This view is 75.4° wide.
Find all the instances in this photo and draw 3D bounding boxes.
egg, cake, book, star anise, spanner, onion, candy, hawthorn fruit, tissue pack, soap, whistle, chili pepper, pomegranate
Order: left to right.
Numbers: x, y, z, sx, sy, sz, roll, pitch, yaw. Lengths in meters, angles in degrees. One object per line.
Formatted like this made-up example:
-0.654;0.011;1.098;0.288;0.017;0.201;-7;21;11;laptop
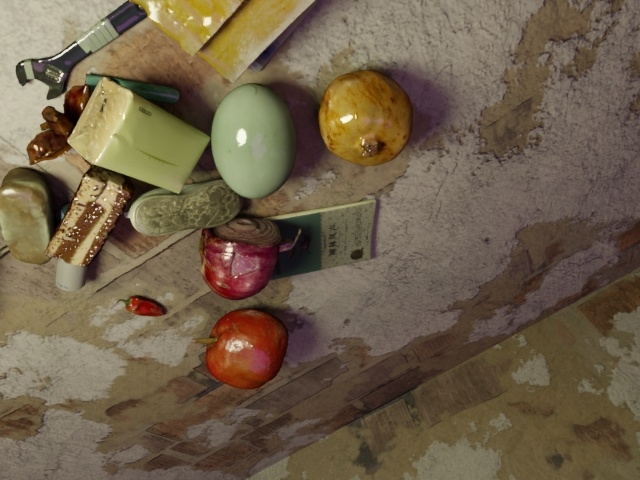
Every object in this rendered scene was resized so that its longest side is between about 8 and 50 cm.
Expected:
-0.699;-0.053;0.995;0.102;0.104;0.234;3;128;-26;candy
-0.524;-0.244;0.884;0.212;0.111;0.196;-23;175;-29;star anise
-0.472;-0.393;0.842;0.316;0.024;0.087;-31;136;5;spanner
-0.556;-0.067;1.011;0.112;0.135;0.246;27;111;-31;cake
-0.409;-0.331;0.910;0.186;0.039;0.039;2;129;-24;whistle
-0.569;0.212;1.327;0.059;0.050;0.191;-37;146;8;chili pepper
-0.379;-0.215;0.890;0.159;0.125;0.234;-59;154;5;tissue pack
-0.166;-0.477;0.777;0.281;0.143;0.259;-36;131;24;soap
-0.233;0.057;1.186;0.273;0.256;0.230;19;114;0;onion
-0.283;0.369;1.442;0.330;0.287;0.287;16;122;-27;hawthorn fruit
-0.156;-0.230;0.989;0.203;0.203;0.282;-5;129;-18;egg
0.000;0.000;1.381;0.379;0.031;0.264;-12;132;-12;book
0.111;-0.296;1.021;0.248;0.248;0.248;-12;133;-12;pomegranate

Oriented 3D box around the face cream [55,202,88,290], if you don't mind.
-0.654;0.021;1.100;0.077;0.077;0.250;8;126;-28;face cream

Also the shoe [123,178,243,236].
-0.367;-0.093;1.091;0.316;0.159;0.124;-19;111;-46;shoe

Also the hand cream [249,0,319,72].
-0.062;-0.513;0.872;0.341;0.077;0.124;-38;133;20;hand cream
